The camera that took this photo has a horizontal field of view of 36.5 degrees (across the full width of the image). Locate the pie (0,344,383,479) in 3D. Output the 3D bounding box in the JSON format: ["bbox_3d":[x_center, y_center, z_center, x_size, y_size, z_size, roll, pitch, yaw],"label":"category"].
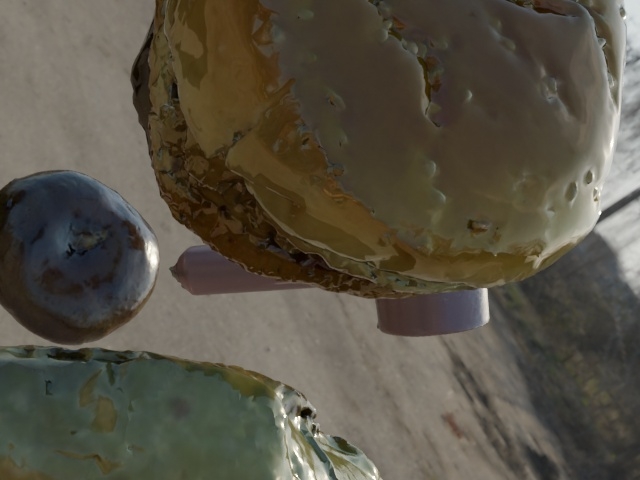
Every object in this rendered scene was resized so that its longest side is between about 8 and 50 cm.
[{"bbox_3d":[-0.124,0.117,0.462,0.339,0.340,0.083,41,51,-51],"label":"pie"}]

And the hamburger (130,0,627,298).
[{"bbox_3d":[0.031,-0.085,0.464,0.244,0.244,0.163,56,-23,3],"label":"hamburger"}]

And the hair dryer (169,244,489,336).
[{"bbox_3d":[0.000,0.000,1.066,0.125,0.353,0.210,-41,126,-80],"label":"hair dryer"}]

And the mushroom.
[{"bbox_3d":[-0.375,0.034,1.449,0.267,0.267,0.254,57,-27,11],"label":"mushroom"}]
